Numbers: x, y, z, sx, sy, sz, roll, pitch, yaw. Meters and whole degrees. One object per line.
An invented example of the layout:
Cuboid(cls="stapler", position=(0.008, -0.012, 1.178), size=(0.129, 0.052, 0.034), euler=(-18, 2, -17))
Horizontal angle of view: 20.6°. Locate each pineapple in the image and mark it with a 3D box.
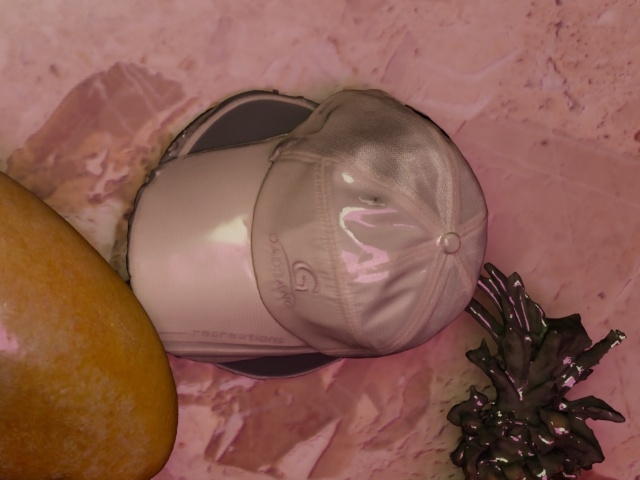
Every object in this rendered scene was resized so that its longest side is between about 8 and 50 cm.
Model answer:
Cuboid(cls="pineapple", position=(0.157, 0.185, 1.399), size=(0.169, 0.169, 0.340), euler=(-1, 94, -11))

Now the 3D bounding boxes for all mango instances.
Cuboid(cls="mango", position=(-0.260, 0.060, 1.256), size=(0.384, 0.199, 0.221), euler=(40, 107, -17))

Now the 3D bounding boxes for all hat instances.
Cuboid(cls="hat", position=(-0.009, 0.001, 1.321), size=(0.275, 0.161, 0.232), euler=(-10, 98, -4))
